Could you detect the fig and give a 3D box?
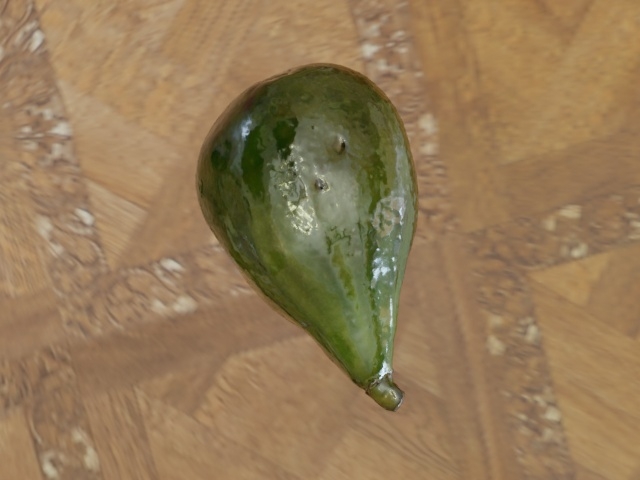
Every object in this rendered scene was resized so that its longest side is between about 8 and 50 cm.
[{"bbox_3d":[0.000,0.000,0.926,0.117,0.117,0.177,-8,67,-11],"label":"fig"}]
